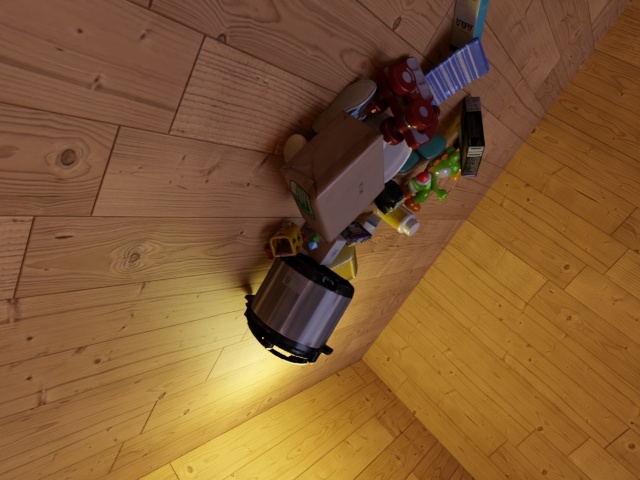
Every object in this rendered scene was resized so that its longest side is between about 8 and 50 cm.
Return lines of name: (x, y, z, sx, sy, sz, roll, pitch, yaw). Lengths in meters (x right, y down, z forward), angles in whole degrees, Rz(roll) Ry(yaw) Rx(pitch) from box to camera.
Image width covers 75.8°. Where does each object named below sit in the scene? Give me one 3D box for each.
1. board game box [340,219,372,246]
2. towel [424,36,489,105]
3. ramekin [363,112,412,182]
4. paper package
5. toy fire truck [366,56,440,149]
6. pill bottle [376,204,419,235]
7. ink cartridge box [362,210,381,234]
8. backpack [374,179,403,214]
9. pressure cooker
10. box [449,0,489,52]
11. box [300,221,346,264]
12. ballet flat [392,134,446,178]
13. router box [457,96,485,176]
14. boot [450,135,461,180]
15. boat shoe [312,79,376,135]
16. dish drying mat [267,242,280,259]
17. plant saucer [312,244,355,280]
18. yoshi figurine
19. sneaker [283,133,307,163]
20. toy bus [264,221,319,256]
board game box: (0.143, -0.042, 1.923, 0.170, 0.141, 0.048, -11, 137, -51)
towel: (0.496, -0.628, 1.629, 0.335, 0.040, 0.243, -33, 158, 22)
ramekin: (0.235, -0.364, 1.625, 0.277, 0.135, 0.277, -35, 151, -22)
paper package: (0.058, -0.199, 1.356, 0.309, 0.168, 0.325, -46, 157, -12)
toy fire truck: (0.316, -0.480, 1.430, 0.253, 0.303, 0.169, -30, -175, -34)
pill bottle: (0.400, -0.121, 2.109, 0.117, 0.215, 0.117, -34, 151, -23)
ink cartridge box: (0.250, -0.069, 2.064, 0.104, 0.060, 0.180, -62, 172, 28)
backpack: (0.330, -0.205, 1.980, 0.115, 0.152, 0.182, -29, 162, -14)
pressure cooker: (-0.106, 0.284, 1.712, 0.375, 0.369, 0.421, 28, 92, -30)
box: (0.550, -0.806, 1.524, 0.060, 0.100, 0.244, -40, 153, -12)
box: (0.000, 0.000, 1.736, 0.091, 0.170, 0.130, 1, 127, -58)
ballet flat: (0.453, -0.389, 1.960, 0.342, 0.116, 0.124, -37, 171, -22)
router box: (0.740, -0.507, 2.030, 0.243, 0.080, 0.309, 70, 23, -61)
boot: (0.782, -0.481, 2.329, 0.211, 0.104, 0.295, -4, 126, -47)
boat shoe: (0.087, -0.426, 1.368, 0.254, 0.095, 0.079, -45, 152, -1)
dish drying mat: (-0.187, 0.046, 1.708, 0.083, 0.008, 0.032, -49, 153, 6)
plant saucer: (0.048, 0.163, 2.040, 0.332, 0.081, 0.333, -27, 151, -6)
yoshi figurine: (0.575, -0.313, 2.081, 0.362, 0.203, 0.203, -47, -173, 31)
sneaker: (-0.038, -0.279, 1.391, 0.151, 0.094, 0.256, -36, 154, -24)
toy bus: (-0.122, -0.019, 1.599, 0.190, 0.202, 0.105, -26, 117, -23)
